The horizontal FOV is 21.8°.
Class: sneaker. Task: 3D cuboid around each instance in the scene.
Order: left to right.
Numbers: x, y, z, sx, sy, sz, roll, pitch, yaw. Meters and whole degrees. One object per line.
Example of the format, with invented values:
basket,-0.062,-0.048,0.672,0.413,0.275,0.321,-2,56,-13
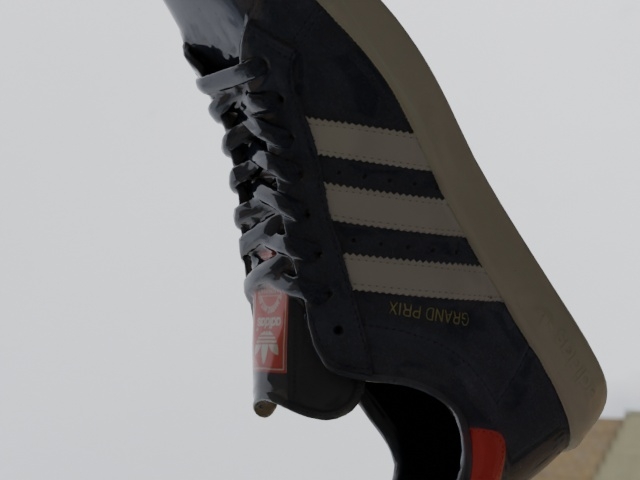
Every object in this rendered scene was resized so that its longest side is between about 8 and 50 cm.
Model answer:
sneaker,0.000,0.000,0.821,0.148,0.131,0.350,-41,-77,-21
